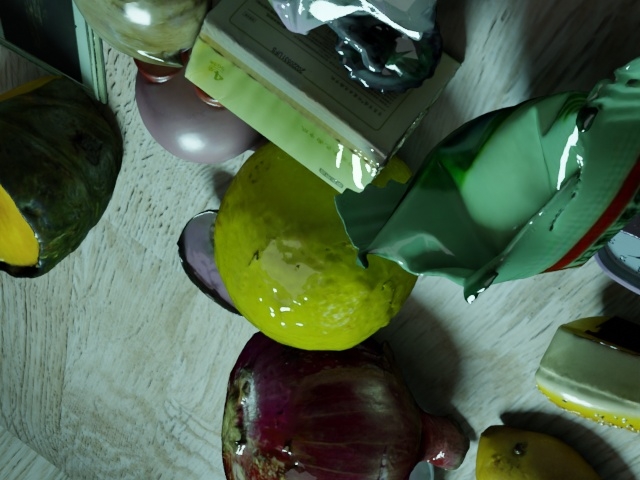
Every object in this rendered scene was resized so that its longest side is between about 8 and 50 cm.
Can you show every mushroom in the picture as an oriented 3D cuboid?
[{"bbox_3d":[-0.107,0.027,1.651,0.188,0.141,0.117,34,-177,1],"label":"mushroom"},{"bbox_3d":[-0.181,-0.302,1.205,0.255,0.184,0.255,49,151,39],"label":"mushroom"}]

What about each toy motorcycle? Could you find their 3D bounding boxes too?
[{"bbox_3d":[0.047,-0.280,1.029,0.188,0.143,0.327,20,132,5],"label":"toy motorcycle"}]

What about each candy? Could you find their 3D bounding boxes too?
[{"bbox_3d":[0.230,-0.074,1.039,0.398,0.262,0.172,-34,73,51],"label":"candy"}]

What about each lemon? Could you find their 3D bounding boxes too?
[{"bbox_3d":[0.000,-0.002,1.366,0.260,0.260,0.284,43,149,-8],"label":"lemon"}]

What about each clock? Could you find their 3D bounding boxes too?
[{"bbox_3d":[0.354,0.023,1.211,0.152,0.050,0.110,28,148,18],"label":"clock"}]

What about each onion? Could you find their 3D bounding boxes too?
[{"bbox_3d":[0.041,0.283,1.698,0.385,0.348,0.348,9,157,-21],"label":"onion"}]

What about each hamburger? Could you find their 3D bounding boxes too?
[{"bbox_3d":[0.349,0.160,1.304,0.210,0.173,0.116,18,106,30],"label":"hamburger"}]

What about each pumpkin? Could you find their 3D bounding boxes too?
[{"bbox_3d":[-0.434,-0.091,1.714,0.303,0.225,0.256,-5,131,53],"label":"pumpkin"}]

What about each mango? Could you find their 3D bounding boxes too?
[{"bbox_3d":[0.320,0.362,1.621,0.166,0.136,0.236,-6,133,46],"label":"mango"}]

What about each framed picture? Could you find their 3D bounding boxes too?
[{"bbox_3d":[-0.389,-0.327,1.571,0.231,0.018,0.293,30,148,14],"label":"framed picture"}]

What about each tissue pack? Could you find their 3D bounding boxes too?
[{"bbox_3d":[0.001,-0.178,1.212,0.234,0.159,0.125,37,149,3],"label":"tissue pack"}]

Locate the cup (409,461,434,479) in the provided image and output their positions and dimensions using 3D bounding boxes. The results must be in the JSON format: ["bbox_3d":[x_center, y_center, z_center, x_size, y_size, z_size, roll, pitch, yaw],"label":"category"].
[{"bbox_3d":[0.097,0.398,1.908,0.173,0.134,0.142,26,149,18],"label":"cup"}]

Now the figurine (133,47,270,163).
[{"bbox_3d":[-0.131,-0.170,1.363,0.173,0.173,0.173,27,148,19],"label":"figurine"}]
